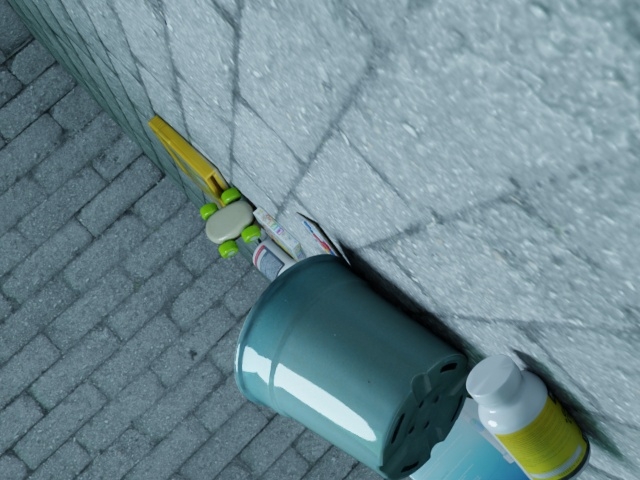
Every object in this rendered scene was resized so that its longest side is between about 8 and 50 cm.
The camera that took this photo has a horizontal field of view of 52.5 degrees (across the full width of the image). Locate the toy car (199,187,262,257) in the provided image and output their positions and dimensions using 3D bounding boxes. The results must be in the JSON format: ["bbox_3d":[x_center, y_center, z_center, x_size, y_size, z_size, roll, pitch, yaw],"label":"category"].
[{"bbox_3d":[-0.227,-0.038,1.845,0.155,0.148,0.188,61,-169,17],"label":"toy car"}]

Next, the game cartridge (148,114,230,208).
[{"bbox_3d":[-0.375,-0.213,1.976,0.323,0.052,0.285,40,168,28],"label":"game cartridge"}]

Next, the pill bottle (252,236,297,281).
[{"bbox_3d":[-0.096,0.079,1.806,0.180,0.108,0.108,40,168,35],"label":"pill bottle"}]

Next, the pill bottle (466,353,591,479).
[{"bbox_3d":[0.285,0.248,0.903,0.184,0.103,0.103,49,170,-17],"label":"pill bottle"}]

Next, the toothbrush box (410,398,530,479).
[{"bbox_3d":[0.296,0.445,1.323,0.295,0.216,0.126,37,167,39],"label":"toothbrush box"}]

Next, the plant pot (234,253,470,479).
[{"bbox_3d":[0.074,0.244,1.218,0.334,0.341,0.341,28,161,38],"label":"plant pot"}]

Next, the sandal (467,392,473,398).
[{"bbox_3d":[0.249,0.266,1.315,0.180,0.049,0.072,16,158,42],"label":"sandal"}]

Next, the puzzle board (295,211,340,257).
[{"bbox_3d":[0.000,0.000,1.361,0.128,0.011,0.096,53,171,-31],"label":"puzzle board"}]

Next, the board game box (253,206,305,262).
[{"bbox_3d":[-0.108,-0.014,1.723,0.154,0.026,0.103,42,169,23],"label":"board game box"}]
